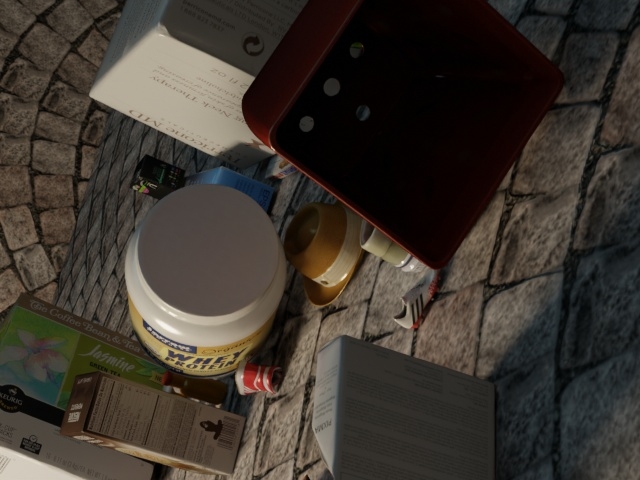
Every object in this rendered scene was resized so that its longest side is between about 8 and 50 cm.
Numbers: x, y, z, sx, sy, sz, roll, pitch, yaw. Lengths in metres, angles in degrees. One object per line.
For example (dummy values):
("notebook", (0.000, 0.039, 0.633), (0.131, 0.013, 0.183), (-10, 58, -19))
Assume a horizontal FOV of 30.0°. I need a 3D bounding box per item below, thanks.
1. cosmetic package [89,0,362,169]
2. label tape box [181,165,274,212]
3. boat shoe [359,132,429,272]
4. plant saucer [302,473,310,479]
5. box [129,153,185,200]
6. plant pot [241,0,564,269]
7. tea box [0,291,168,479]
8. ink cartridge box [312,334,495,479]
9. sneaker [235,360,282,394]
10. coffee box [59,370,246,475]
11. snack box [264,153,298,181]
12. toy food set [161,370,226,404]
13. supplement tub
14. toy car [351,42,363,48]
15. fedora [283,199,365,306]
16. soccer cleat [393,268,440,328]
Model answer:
("cosmetic package", (-0.141, -0.361, 2.016), (0.394, 0.329, 0.327), (-19, 50, 63))
("label tape box", (-0.222, 0.009, 2.192), (0.348, 0.115, 0.249), (-6, 64, 71))
("boat shoe", (0.114, -0.105, 1.524), (0.109, 0.094, 0.302), (-40, 35, 50))
("plant saucer", (-0.050, 0.385, 1.474), (0.198, 0.036, 0.198), (-61, -3, -6))
("box", (-0.307, -0.116, 2.254), (0.062, 0.083, 0.052), (-37, 36, 56))
("plant pot", (0.063, -0.165, 1.371), (0.267, 0.267, 0.236), (-56, 27, -4))
("tea box", (-0.470, 0.326, 2.156), (0.220, 0.329, 0.323), (-48, 24, 42))
("ink cartridge box", (0.082, 0.224, 1.177), (0.066, 0.189, 0.232), (-40, 36, 52))
("sneaker", (-0.089, 0.213, 1.804), (0.118, 0.067, 0.042), (80, -160, -72))
("coffee box", (-0.260, 0.286, 1.847), (0.141, 0.247, 0.098), (-22, 51, 62))
("snack box", (-0.045, -0.147, 2.031), (0.178, 0.022, 0.064), (-17, 53, 63))
("toy food set", (-0.255, 0.272, 2.038), (0.232, 0.105, 0.111), (-6, 65, 66))
("supplement tub", (-0.169, 0.063, 1.747), (0.316, 0.228, 0.228), (109, 174, -70))
("toy car", (0.080, -0.357, 1.793), (0.188, 0.149, 0.155), (-143, 65, -79))
("fedora", (0.000, 0.000, 1.719), (0.194, 0.079, 0.194), (-50, 28, 40))
("soccer cleat", (0.117, 0.067, 1.443), (0.083, 0.036, 0.029), (-65, 22, 10))
